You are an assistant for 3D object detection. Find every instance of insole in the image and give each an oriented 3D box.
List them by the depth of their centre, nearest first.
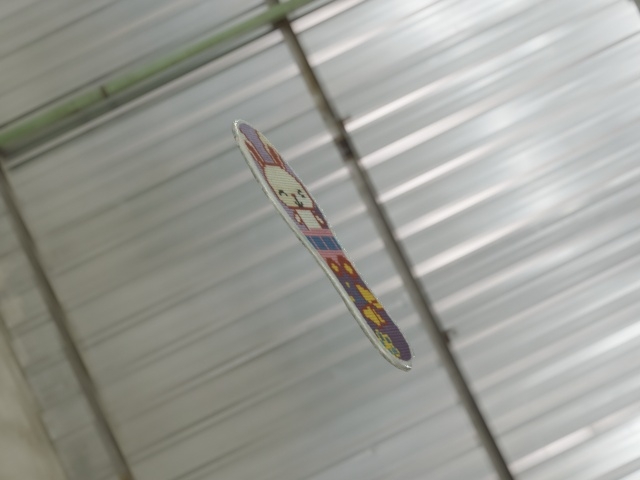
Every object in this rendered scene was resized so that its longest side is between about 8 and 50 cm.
[{"bbox_3d":[0.000,0.000,0.929,0.197,0.004,0.065,56,20,17],"label":"insole"}]
